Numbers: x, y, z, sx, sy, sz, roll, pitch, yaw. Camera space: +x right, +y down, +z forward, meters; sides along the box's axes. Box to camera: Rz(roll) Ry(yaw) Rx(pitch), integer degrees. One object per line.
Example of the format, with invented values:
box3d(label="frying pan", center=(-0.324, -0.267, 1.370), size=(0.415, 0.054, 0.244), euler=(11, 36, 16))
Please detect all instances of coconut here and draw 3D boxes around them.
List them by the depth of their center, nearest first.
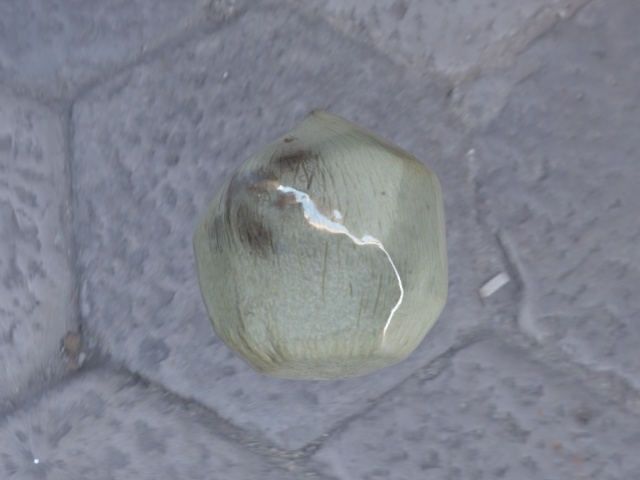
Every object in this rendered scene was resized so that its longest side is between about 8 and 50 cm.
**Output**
box3d(label="coconut", center=(0.000, 0.000, 1.145), size=(0.224, 0.224, 0.224), euler=(2, 81, -11))
